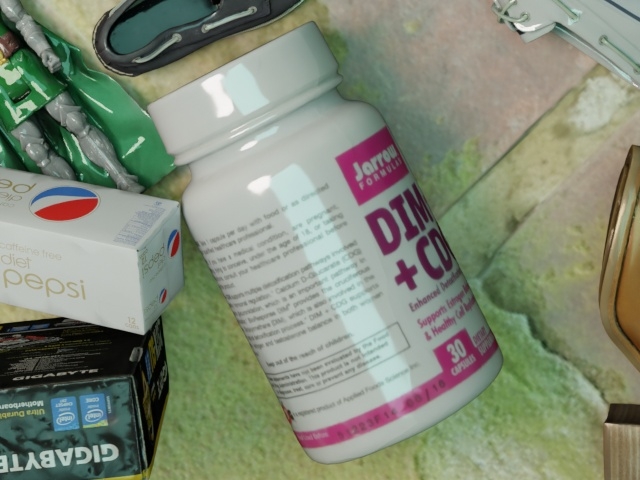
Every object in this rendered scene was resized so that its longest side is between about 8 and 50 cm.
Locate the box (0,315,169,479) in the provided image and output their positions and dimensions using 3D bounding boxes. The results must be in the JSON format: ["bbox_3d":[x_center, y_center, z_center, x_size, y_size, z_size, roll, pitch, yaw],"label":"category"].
[{"bbox_3d":[-0.271,0.118,1.319,0.322,0.257,0.079,-6,96,-1],"label":"box"}]

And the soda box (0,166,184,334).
[{"bbox_3d":[-0.207,0.000,1.354,0.216,0.069,0.074,12,125,19],"label":"soda box"}]

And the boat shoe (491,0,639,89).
[{"bbox_3d":[0.161,-0.178,1.380,0.226,0.083,0.076,26,94,-5],"label":"boat shoe"}]

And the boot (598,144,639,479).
[{"bbox_3d":[0.313,0.068,1.378,0.220,0.109,0.283,0,102,13],"label":"boot"}]

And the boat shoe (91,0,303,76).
[{"bbox_3d":[-0.071,-0.181,1.384,0.206,0.065,0.075,-29,94,1],"label":"boat shoe"}]

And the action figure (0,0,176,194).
[{"bbox_3d":[-0.219,-0.112,1.394,0.137,0.063,0.232,-37,93,6],"label":"action figure"}]

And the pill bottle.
[{"bbox_3d":[0.000,0.000,1.358,0.160,0.160,0.283,-27,97,2],"label":"pill bottle"}]
